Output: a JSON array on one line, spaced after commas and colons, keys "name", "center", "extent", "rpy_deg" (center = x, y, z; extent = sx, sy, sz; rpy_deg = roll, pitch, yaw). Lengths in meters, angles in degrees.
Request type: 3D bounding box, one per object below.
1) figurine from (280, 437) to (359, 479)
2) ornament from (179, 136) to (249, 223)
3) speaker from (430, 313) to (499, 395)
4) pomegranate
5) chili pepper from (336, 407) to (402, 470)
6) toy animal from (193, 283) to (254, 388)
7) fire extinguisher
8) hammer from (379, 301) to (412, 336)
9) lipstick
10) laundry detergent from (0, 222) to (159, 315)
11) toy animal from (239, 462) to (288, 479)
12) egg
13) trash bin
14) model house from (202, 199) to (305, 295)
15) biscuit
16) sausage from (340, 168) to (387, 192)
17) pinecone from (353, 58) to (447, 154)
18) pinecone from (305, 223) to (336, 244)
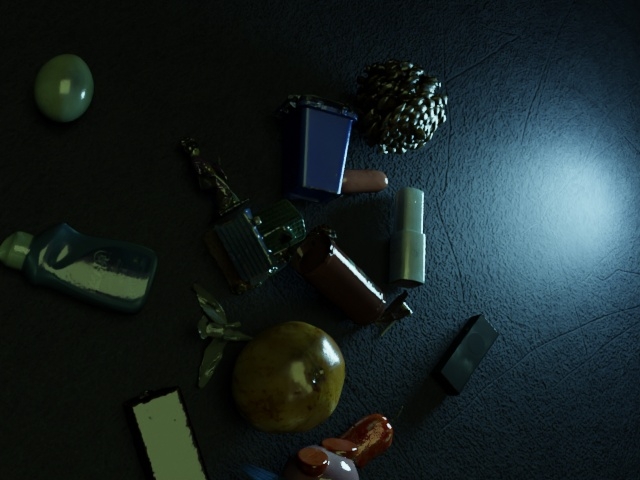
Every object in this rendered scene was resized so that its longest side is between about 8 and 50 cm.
[{"name": "figurine", "center": [-0.003, 0.510, 1.336], "extent": [0.173, 0.173, 0.173], "rpy_deg": [8, 72, -25]}, {"name": "ornament", "center": [-0.244, -0.148, 1.451], "extent": [0.081, 0.088, 0.203], "rpy_deg": [-24, 85, -32]}, {"name": "speaker", "center": [0.376, 0.293, 1.667], "extent": [0.082, 0.044, 0.218], "rpy_deg": [49, 59, -7]}, {"name": "pomegranate", "center": [-0.069, 0.283, 1.341], "extent": [0.248, 0.248, 0.248], "rpy_deg": [8, 72, -25]}, {"name": "chili pepper", "center": [0.122, 0.438, 1.470], "extent": [0.192, 0.084, 0.086], "rpy_deg": [-32, 108, -26]}, {"name": "toy animal", "center": [-0.197, 0.204, 1.366], "extent": [0.155, 0.095, 0.219], "rpy_deg": [9, 72, -21]}, {"name": "fire extinguisher", "center": [0.089, 0.107, 1.488], "extent": [0.337, 0.147, 0.107], "rpy_deg": [43, 18, -38]}, {"name": "hammer", "center": [0.185, 0.201, 1.611], "extent": [0.110, 0.019, 0.035], "rpy_deg": [-42, 96, -28]}, {"name": "lipstick", "center": [0.223, -0.008, 1.658], "extent": [0.077, 0.079, 0.253], "rpy_deg": [12, 68, -23]}, {"name": "laundry detergent", "center": [-0.475, 0.047, 1.265], "extent": [0.289, 0.094, 0.144], "rpy_deg": [19, 71, -22]}, {"name": "toy animal", "center": [-0.093, 0.544, 1.211], "extent": [0.255, 0.176, 0.239], "rpy_deg": [20, 48, -26]}, {"name": "egg", "center": [-0.529, -0.316, 1.333], "extent": [0.114, 0.114, 0.152], "rpy_deg": [20, 63, -22]}, {"name": "trash bin", "center": [-0.023, -0.218, 1.551], "extent": [0.183, 0.162, 0.235], "rpy_deg": [10, 76, -24]}, {"name": "model house", "center": [-0.128, 0.001, 1.416], "extent": [0.182, 0.172, 0.167], "rpy_deg": [-30, 89, -32]}, {"name": "biscuit", "center": [-0.274, 0.477, 1.256], "extent": [0.107, 0.073, 0.389], "rpy_deg": [-16, 83, -31]}, {"name": "sausage", "center": [0.097, -0.151, 1.643], "extent": [0.154, 0.062, 0.062], "rpy_deg": [-4, 77, -29]}, {"name": "pinecone", "center": [0.204, -0.353, 1.666], "extent": [0.243, 0.243, 0.258], "rpy_deg": [6, 67, -26]}, {"name": "pinecone", "center": [0.000, 0.000, 1.544], "extent": [0.077, 0.077, 0.083], "rpy_deg": [27, 41, -18]}]
